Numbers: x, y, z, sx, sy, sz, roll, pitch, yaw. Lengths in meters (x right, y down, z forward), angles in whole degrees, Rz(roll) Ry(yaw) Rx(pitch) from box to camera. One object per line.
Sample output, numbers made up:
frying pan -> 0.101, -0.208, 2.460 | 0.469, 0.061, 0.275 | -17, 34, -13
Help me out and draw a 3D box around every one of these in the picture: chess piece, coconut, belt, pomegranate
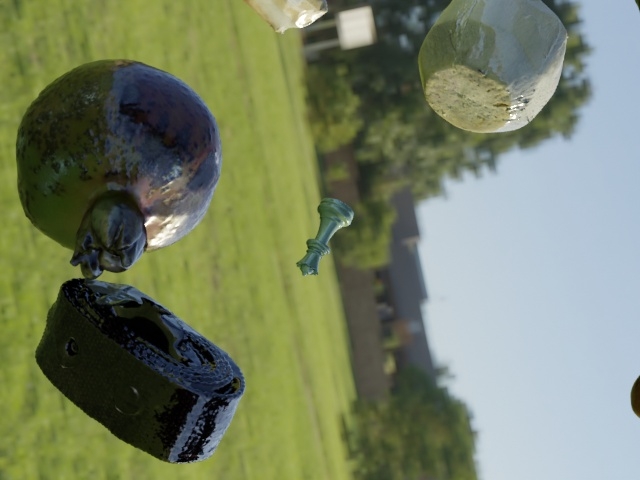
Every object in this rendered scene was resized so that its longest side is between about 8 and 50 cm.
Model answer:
chess piece -> 0.000, 0.000, 1.779 | 0.093, 0.042, 0.042 | -62, 164, -20
coconut -> 0.197, -0.210, 1.774 | 0.162, 0.161, 0.161 | -59, 152, -34
belt -> -0.234, 0.157, 2.086 | 0.184, 0.289, 0.164 | -17, 137, -63
pomegranate -> -0.266, -0.077, 2.073 | 0.340, 0.285, 0.285 | -98, 177, -50

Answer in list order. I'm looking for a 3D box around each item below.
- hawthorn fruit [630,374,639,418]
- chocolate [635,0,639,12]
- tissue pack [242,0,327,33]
hawthorn fruit -> 0.478, 0.211, 2.236 | 0.081, 0.081, 0.093 | -102, 179, -47
chocolate -> 0.461, -0.340, 1.644 | 0.341, 0.162, 0.360 | 123, -41, -55
tissue pack -> -0.089, -0.359, 1.795 | 0.222, 0.090, 0.186 | 39, 28, -45
